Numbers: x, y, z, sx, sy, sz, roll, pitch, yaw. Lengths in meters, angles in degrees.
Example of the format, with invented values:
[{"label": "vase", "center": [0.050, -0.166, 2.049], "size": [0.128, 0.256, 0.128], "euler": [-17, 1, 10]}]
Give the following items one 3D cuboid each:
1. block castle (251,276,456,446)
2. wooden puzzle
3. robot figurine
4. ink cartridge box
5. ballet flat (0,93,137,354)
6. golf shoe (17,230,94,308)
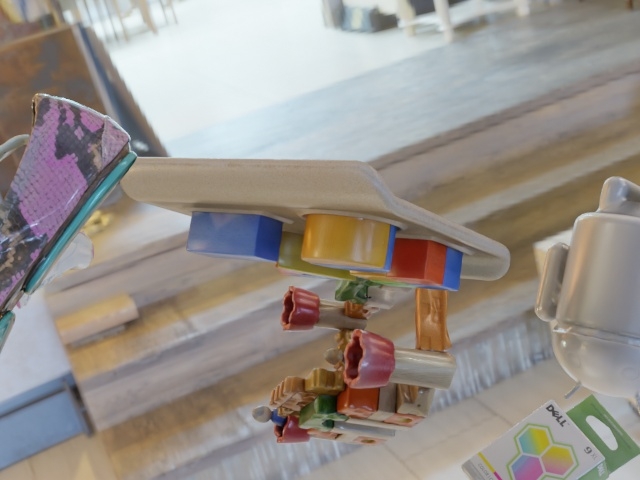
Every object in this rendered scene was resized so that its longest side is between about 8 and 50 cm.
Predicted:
[{"label": "block castle", "center": [0.036, 0.158, 1.601], "size": [0.212, 0.303, 0.453], "euler": [10, -26, -16]}, {"label": "wooden puzzle", "center": [0.000, 0.000, 1.067], "size": [0.322, 0.081, 0.347], "euler": [4, -12, 33]}, {"label": "robot figurine", "center": [0.470, 0.086, 1.487], "size": [0.299, 0.354, 0.199], "euler": [11, -2, 45]}, {"label": "ink cartridge box", "center": [0.301, 0.284, 1.268], "size": [0.209, 0.062, 0.109], "euler": [-34, 49, -5]}, {"label": "ballet flat", "center": [-0.178, 0.020, 0.501], "size": [0.222, 0.079, 0.077], "euler": [-63, 9, -16]}, {"label": "golf shoe", "center": [-0.415, 0.035, 1.309], "size": [0.115, 0.140, 0.306], "euler": [-5, -8, 23]}]
